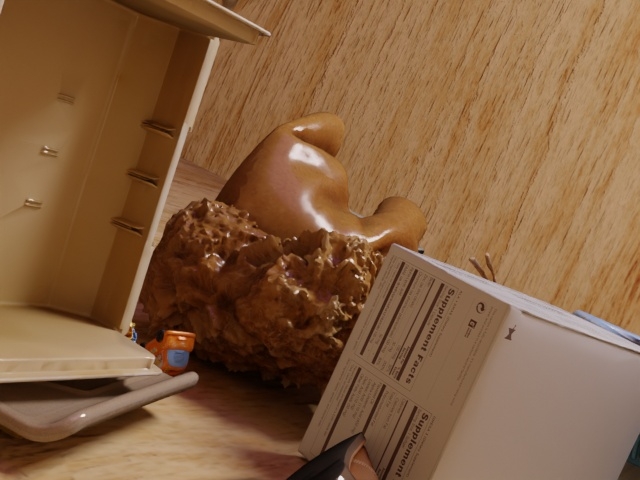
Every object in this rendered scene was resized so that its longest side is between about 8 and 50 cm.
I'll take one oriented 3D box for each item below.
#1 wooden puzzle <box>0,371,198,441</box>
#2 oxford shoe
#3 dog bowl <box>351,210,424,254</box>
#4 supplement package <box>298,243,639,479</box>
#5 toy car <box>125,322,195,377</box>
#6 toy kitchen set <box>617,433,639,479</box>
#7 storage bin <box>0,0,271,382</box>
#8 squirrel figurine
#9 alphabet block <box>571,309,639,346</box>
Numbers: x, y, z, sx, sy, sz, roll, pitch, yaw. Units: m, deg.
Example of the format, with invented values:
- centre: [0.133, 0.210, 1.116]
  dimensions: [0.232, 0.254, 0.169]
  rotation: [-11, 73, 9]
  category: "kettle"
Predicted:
- centre: [-0.233, 0.083, 0.713]
  dimensions: [0.239, 0.044, 0.221]
  rotation: [21, 5, 13]
  category: "wooden puzzle"
- centre: [0.013, 0.190, 0.692]
  dimensions: [0.076, 0.076, 0.212]
  rotation: [55, 4, 1]
  category: "oxford shoe"
- centre: [0.000, 0.000, 2.027]
  dimensions: [0.408, 0.150, 0.408]
  rotation: [25, 6, -3]
  category: "dog bowl"
- centre: [0.151, 0.148, 0.869]
  dimensions: [0.262, 0.204, 0.145]
  rotation: [20, 6, -41]
  category: "supplement package"
- centre: [-0.159, 0.097, 0.865]
  dimensions: [0.122, 0.060, 0.040]
  rotation: [28, 43, -55]
  category: "toy car"
- centre: [0.360, 0.211, 0.925]
  dimensions: [0.166, 0.207, 0.122]
  rotation: [20, 29, 34]
  category: "toy kitchen set"
- centre: [-0.175, -0.052, 0.641]
  dimensions: [0.123, 0.262, 0.260]
  rotation: [20, 4, 30]
  category: "storage bin"
- centre: [0.025, 0.079, 1.058]
  dimensions: [0.370, 0.281, 0.397]
  rotation: [36, 22, 16]
  category: "squirrel figurine"
- centre: [0.383, 0.224, 1.222]
  dimensions: [0.193, 0.197, 0.192]
  rotation: [24, 6, -3]
  category: "alphabet block"
